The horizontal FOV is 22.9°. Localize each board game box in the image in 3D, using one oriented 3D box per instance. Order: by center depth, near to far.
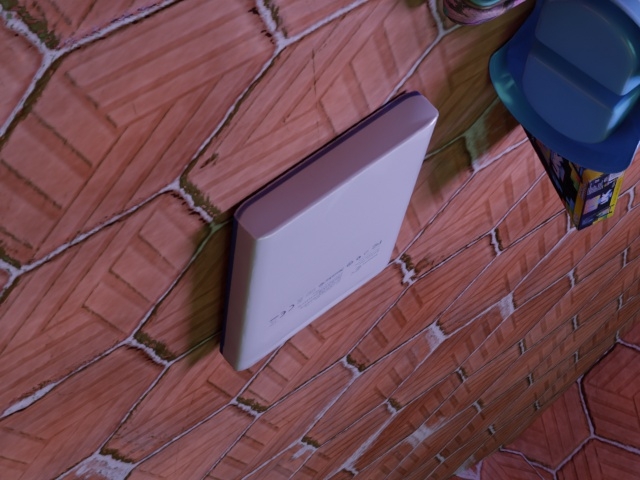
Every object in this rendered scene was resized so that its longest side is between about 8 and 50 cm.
[{"bbox_3d":[0.261,-0.102,1.649,0.048,0.141,0.170,-26,162,-3],"label":"board game box"}]

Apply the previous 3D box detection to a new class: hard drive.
[{"bbox_3d":[0.000,0.000,1.513,0.210,0.040,0.318,-35,163,-20],"label":"hard drive"}]

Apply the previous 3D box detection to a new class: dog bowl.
[{"bbox_3d":[0.248,-0.171,1.433,0.074,0.166,0.297,-49,166,-18],"label":"dog bowl"}]

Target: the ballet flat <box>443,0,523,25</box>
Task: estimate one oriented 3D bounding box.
[{"bbox_3d":[0.187,-0.241,1.274,0.221,0.077,0.079,-33,-179,-11],"label":"ballet flat"}]
